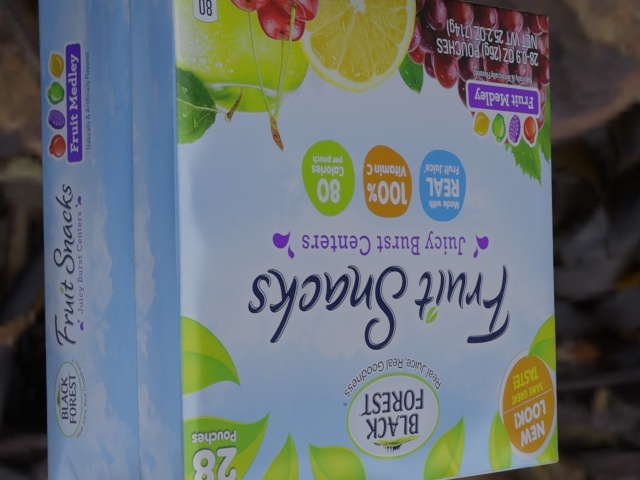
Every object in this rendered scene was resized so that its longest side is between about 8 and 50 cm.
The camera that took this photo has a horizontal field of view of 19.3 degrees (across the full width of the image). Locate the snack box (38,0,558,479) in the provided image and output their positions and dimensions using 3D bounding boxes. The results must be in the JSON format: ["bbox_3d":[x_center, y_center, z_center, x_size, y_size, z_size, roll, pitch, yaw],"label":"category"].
[{"bbox_3d":[0.000,0.000,0.654,0.070,0.174,0.207,-2,177,41],"label":"snack box"}]
